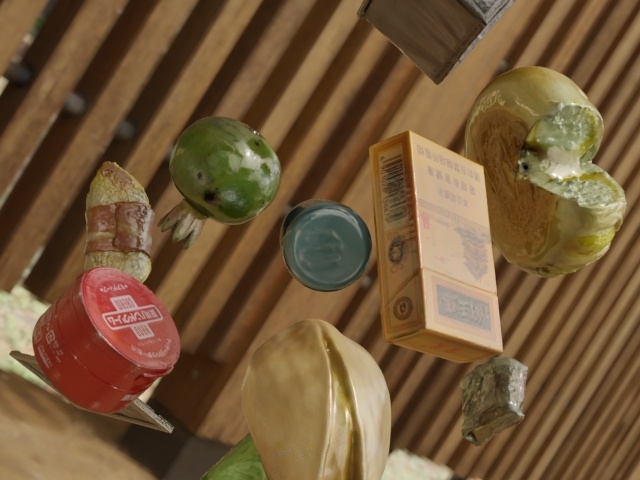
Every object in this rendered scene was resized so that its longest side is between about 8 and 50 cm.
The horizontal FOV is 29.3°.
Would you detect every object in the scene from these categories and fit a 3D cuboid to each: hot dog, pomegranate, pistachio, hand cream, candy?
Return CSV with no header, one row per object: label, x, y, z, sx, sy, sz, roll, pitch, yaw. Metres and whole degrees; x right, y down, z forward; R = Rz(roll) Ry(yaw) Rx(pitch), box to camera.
hot dog,-0.352,-0.009,2.143,0.123,0.261,0.093,0,-16,7
pomegranate,-0.171,-0.088,1.971,0.187,0.225,0.187,41,6,-5
pistachio,-0.002,0.270,1.846,0.229,0.321,0.238,0,-32,-13
hand cream,-0.312,0.146,1.786,0.193,0.125,0.193,38,26,-23
candy,-0.099,0.391,2.010,0.142,0.343,0.132,44,-37,2

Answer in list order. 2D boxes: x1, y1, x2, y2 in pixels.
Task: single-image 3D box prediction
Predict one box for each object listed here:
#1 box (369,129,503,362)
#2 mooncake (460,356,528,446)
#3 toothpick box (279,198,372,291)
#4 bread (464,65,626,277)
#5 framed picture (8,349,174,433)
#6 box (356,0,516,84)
box,0.153,0.012,1.616,0.076,0.274,0.174,-21,-27,38
mooncake,0.292,0.267,2.031,0.073,0.130,0.125,24,48,-21
toothpick box,0.000,0.000,1.695,0.120,0.120,0.184,32,2,-10
bread,0.351,-0.108,1.915,0.160,0.333,0.333,-9,21,-24
framed picture,-0.418,0.272,2.231,0.281,0.019,0.209,5,-32,43
box,0.240,-0.459,2.087,0.204,0.251,0.345,42,-12,1
